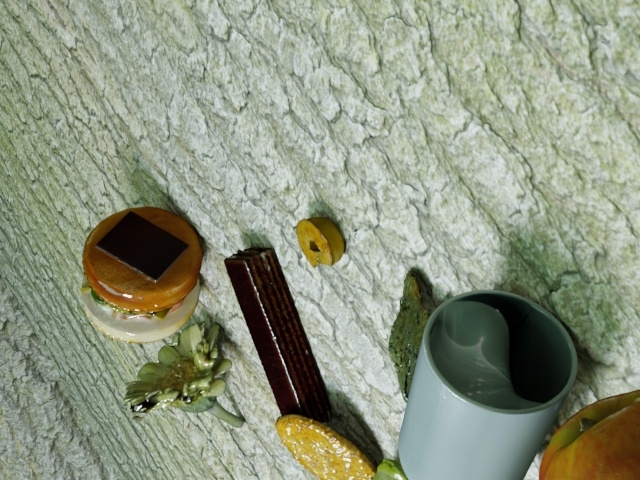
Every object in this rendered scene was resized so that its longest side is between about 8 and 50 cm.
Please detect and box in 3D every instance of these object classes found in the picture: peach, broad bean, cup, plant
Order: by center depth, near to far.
[{"bbox_3d":[0.395,0.313,1.153,0.281,0.238,0.280,2,98,17],"label":"peach"},{"bbox_3d":[0.223,0.241,1.405,0.205,0.206,0.312,46,147,29],"label":"cup"},{"bbox_3d":[0.145,0.474,1.825,0.124,0.082,0.174,42,143,30],"label":"broad bean"},{"bbox_3d":[-0.326,0.356,2.302,0.306,0.261,0.296,38,143,56],"label":"plant"}]

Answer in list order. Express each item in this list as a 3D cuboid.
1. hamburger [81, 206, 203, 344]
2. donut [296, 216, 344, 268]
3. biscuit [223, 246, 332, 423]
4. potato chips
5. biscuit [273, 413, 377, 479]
[{"bbox_3d":[-0.402,0.082,2.200,0.291,0.291,0.225,50,149,23],"label":"hamburger"},{"bbox_3d":[0.000,0.000,1.731,0.108,0.043,0.097,3,115,58],"label":"donut"},{"bbox_3d":[-0.084,0.200,1.987,0.107,0.073,0.388,-1,112,59],"label":"biscuit"},{"bbox_3d":[0.144,0.150,1.542,0.142,0.026,0.209,-9,70,64],"label":"potato chips"},{"bbox_3d":[0.014,0.434,1.966,0.254,0.035,0.254,28,151,17],"label":"biscuit"}]
